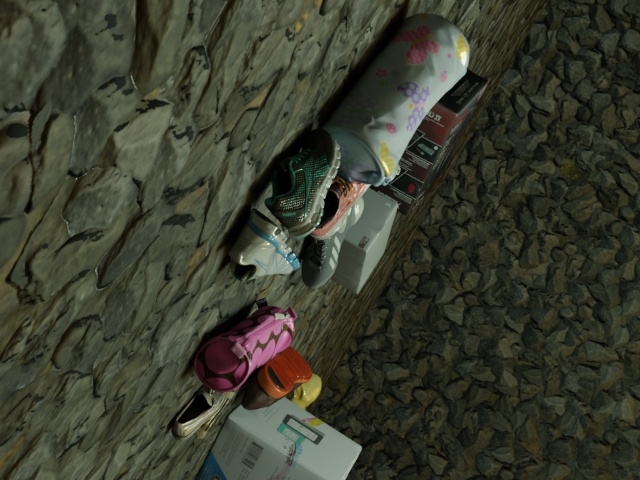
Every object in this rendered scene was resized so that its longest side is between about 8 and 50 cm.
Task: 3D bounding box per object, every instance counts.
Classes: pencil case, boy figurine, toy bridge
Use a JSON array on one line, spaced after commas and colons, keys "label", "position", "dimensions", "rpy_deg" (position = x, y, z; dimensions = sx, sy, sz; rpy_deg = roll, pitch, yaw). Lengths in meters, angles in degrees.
[{"label": "pencil case", "position": [-0.110, 0.159, 1.265], "dimensions": [0.098, 0.095, 0.209], "rpy_deg": [-30, -179, 21]}, {"label": "boy figurine", "position": [-0.097, 0.480, 2.217], "dimensions": [0.285, 0.092, 0.177], "rpy_deg": [-60, 169, -3]}, {"label": "pencil case", "position": [0.110, -0.206, 1.189], "dimensions": [0.273, 0.124, 0.113], "rpy_deg": [-56, 169, -24]}, {"label": "toy bridge", "position": [-0.169, 0.270, 1.463], "dimensions": [0.188, 0.026, 0.063], "rpy_deg": [-58, 171, -9]}]

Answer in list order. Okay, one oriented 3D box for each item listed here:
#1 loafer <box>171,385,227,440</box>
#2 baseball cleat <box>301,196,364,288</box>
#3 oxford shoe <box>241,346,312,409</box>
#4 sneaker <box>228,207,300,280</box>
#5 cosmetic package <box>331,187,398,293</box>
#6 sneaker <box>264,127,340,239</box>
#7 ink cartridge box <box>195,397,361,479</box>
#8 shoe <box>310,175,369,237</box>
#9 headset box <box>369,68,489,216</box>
[{"label": "loafer", "position": [-0.190, 0.264, 1.311], "dimensions": [0.125, 0.045, 0.039], "rpy_deg": [-47, 158, -40]}, {"label": "baseball cleat", "position": [0.000, 0.000, 1.446], "dimensions": [0.109, 0.072, 0.206], "rpy_deg": [-10, 129, -56]}, {"label": "oxford shoe", "position": [-0.097, 0.295, 1.762], "dimensions": [0.098, 0.097, 0.271], "rpy_deg": [-41, 170, 14]}, {"label": "sneaker", "position": [-0.084, 0.022, 1.099], "dimensions": [0.083, 0.071, 0.191], "rpy_deg": [-50, 162, -7]}, {"label": "cosmetic package", "position": [0.075, 0.000, 1.662], "dimensions": [0.127, 0.107, 0.238], "rpy_deg": [-55, 166, -23]}, {"label": "sneaker", "position": [-0.025, -0.087, 1.053], "dimensions": [0.065, 0.076, 0.167], "rpy_deg": [-18, -134, 39]}, {"label": "ink cartridge box", "position": [-0.088, 0.488, 1.776], "dimensions": [0.198, 0.270, 0.197], "rpy_deg": [-62, 169, 19]}, {"label": "shoe", "position": [0.034, -0.083, 1.332], "dimensions": [0.178, 0.063, 0.081], "rpy_deg": [-55, 174, -2]}, {"label": "headset box", "position": [0.228, -0.229, 1.714], "dimensions": [0.218, 0.110, 0.293], "rpy_deg": [-45, 163, -51]}]
